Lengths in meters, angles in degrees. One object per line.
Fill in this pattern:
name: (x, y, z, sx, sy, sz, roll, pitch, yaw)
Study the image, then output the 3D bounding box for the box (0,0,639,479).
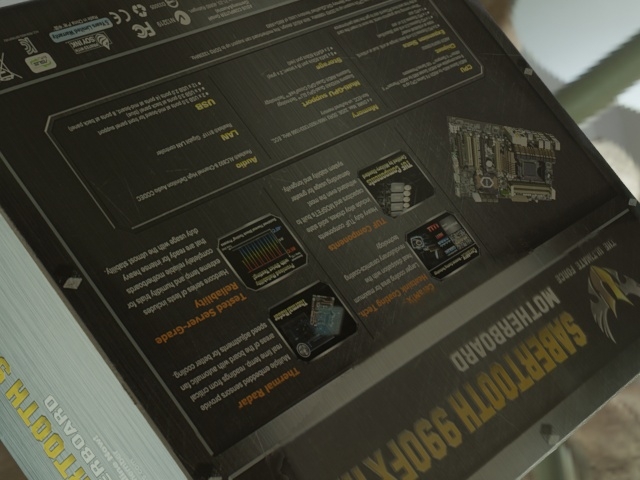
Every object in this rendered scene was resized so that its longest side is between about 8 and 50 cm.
box: (0.000, 0.000, 0.432, 0.231, 0.056, 0.183, -29, -101, -47)
